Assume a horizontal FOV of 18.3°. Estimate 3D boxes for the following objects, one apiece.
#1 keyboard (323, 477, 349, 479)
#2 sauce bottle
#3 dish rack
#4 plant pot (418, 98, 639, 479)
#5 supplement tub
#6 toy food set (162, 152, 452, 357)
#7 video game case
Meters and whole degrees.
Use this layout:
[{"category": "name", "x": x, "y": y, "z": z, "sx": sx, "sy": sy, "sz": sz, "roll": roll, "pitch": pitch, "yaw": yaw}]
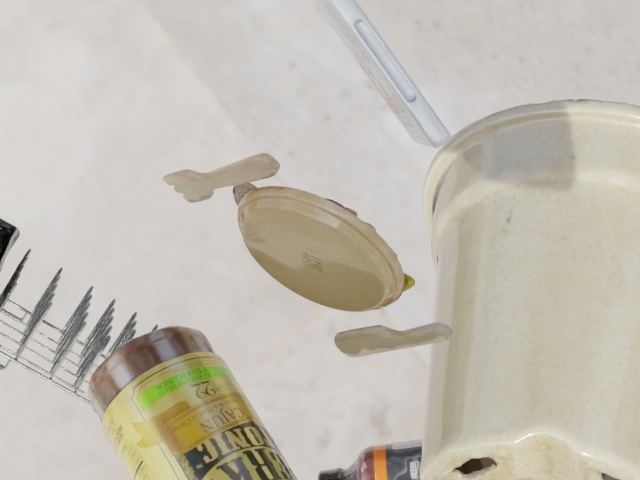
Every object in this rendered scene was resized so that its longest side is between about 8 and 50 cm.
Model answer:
[{"category": "keyboard", "x": 0.071, "y": 0.174, "z": 1.141, "sx": 0.192, "sy": 0.100, "sz": 0.038, "roll": 5, "pitch": 43, "yaw": 26}, {"category": "sauce bottle", "x": -0.052, "y": 0.220, "z": 1.470, "sx": 0.111, "sy": 0.111, "sz": 0.344, "roll": -38, "pitch": 63, "yaw": 6}, {"category": "dish rack", "x": -0.196, "y": 0.084, "z": 1.666, "sx": 0.074, "sy": 0.271, "sz": 0.208, "roll": -57, "pitch": 9, "yaw": 7}, {"category": "plant pot", "x": 0.217, "y": 0.104, "z": 1.681, "sx": 0.333, "sy": 0.334, "sz": 0.305, "roll": -4, "pitch": 50, "yaw": 28}, {"category": "supplement tub", "x": 0.099, "y": 0.235, "z": 1.834, "sx": 0.197, "sy": 0.106, "sz": 0.106, "roll": -9, "pitch": 58, "yaw": 5}, {"category": "toy food set", "x": 0.000, "y": 0.000, "z": 1.319, "sx": 0.132, "sy": 0.192, "sz": 0.038, "roll": -12, "pitch": 41, "yaw": 51}, {"category": "video game case", "x": 0.043, "y": -0.131, "z": 1.472, "sx": 0.019, "sy": 0.157, "sz": 0.143, "roll": -36, "pitch": 95, "yaw": 1}]
